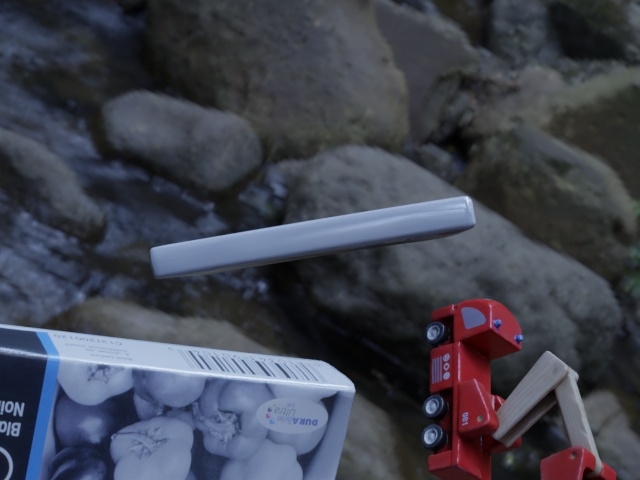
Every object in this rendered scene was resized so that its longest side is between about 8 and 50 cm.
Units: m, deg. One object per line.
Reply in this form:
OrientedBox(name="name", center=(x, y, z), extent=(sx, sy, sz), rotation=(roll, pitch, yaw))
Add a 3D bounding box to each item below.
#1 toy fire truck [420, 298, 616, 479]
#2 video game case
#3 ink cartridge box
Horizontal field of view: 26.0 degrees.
OrientedBox(name="toy fire truck", center=(0.140, 0.120, 0.999), extent=(0.047, 0.135, 0.192), rotation=(35, 47, -39))
OrientedBox(name="video game case", center=(0.000, 0.000, 1.050), extent=(0.227, 0.026, 0.206), rotation=(-10, -1, 3))
OrientedBox(name="ink cartridge box", center=(-0.105, 0.141, 0.568), extent=(0.206, 0.208, 0.045), rotation=(8, 10, -24))
